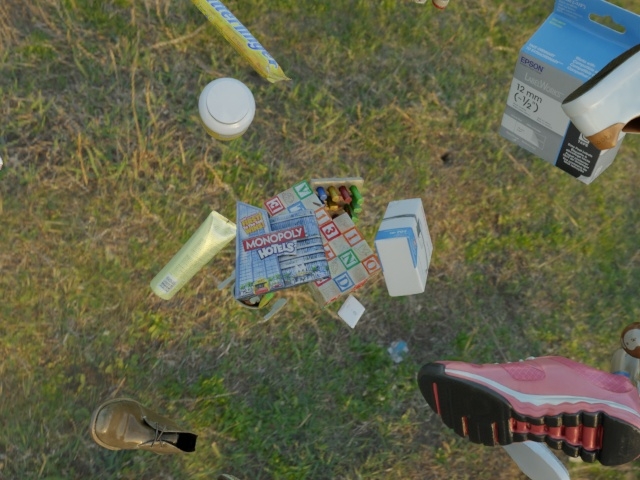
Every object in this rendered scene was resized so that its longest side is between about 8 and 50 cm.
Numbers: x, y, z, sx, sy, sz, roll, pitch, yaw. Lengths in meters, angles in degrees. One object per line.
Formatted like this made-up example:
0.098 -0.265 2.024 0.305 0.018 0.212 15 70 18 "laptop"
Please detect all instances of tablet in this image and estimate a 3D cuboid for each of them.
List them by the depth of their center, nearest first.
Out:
0.076 0.173 1.498 0.054 0.006 0.083 46 40 -4 "tablet"

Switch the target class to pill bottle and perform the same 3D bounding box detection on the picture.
-0.175 -0.245 1.140 0.103 0.184 0.103 -1 93 -10 "pill bottle"

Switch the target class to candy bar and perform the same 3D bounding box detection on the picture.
-0.097 -0.236 0.690 0.161 0.018 0.040 48 35 3 "candy bar"

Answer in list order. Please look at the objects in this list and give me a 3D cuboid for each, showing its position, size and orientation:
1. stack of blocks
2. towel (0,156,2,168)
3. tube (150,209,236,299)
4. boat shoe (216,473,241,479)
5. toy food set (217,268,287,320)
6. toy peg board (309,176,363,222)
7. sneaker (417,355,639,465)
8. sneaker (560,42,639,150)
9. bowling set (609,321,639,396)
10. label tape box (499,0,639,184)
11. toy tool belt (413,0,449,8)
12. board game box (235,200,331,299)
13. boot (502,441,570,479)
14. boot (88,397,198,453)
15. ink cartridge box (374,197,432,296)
0.000 0.000 1.538 0.171 0.087 0.297 -30 78 -18 "stack of blocks"
-0.407 -0.179 0.653 0.029 0.197 0.144 -28 39 -18 "towel"
-0.287 0.035 1.389 0.062 0.240 0.070 47 14 7 "tube"
-0.156 0.587 1.375 0.190 0.068 0.072 29 25 36 "boat shoe"
-0.201 0.149 1.816 0.192 0.039 0.132 31 38 12 "toy food set"
0.044 -0.093 1.764 0.160 0.161 0.079 -4 42 -20 "toy peg board"
0.302 0.225 0.891 0.313 0.116 0.136 8 32 24 "sneaker"
0.520 -0.247 0.990 0.290 0.106 0.123 -37 96 -13 "sneaker"
0.480 0.232 0.890 0.200 0.287 0.154 40 55 -16 "bowling set"
0.542 -0.325 1.306 0.115 0.348 0.249 -36 58 -23 "label tape box"
0.119 -0.302 0.703 0.083 0.051 0.052 17 57 -11 "toy tool belt"
-0.095 0.003 1.236 0.194 0.060 0.194 -15 81 1 "board game box"
0.428 0.385 1.260 0.123 0.095 0.258 -30 59 -29 "boot"
-0.383 0.421 1.362 0.305 0.115 0.112 46 50 -56 "boot"
0.186 0.011 1.344 0.191 0.082 0.140 -60 137 -56 "ink cartridge box"
